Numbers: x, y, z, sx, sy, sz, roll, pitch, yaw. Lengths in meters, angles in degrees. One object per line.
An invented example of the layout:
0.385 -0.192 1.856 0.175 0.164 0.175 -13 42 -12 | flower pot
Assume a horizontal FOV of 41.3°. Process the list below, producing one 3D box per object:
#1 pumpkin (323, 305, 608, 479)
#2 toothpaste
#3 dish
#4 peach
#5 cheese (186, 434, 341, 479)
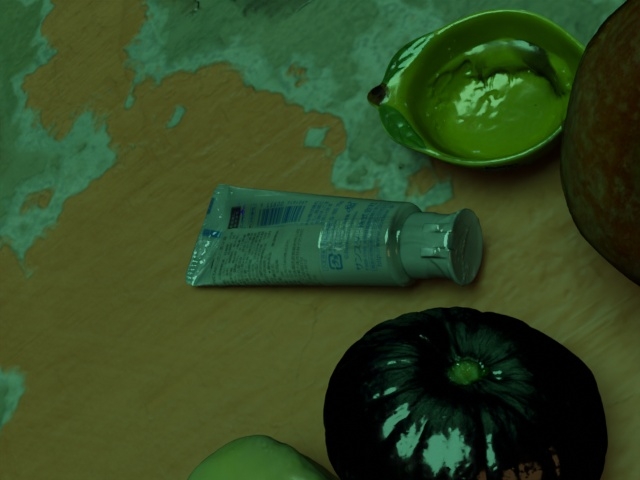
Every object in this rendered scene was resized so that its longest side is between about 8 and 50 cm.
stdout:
0.102 0.136 0.614 0.202 0.140 0.202 -1 37 1 | pumpkin
0.000 0.000 0.790 0.299 0.073 0.113 3 70 35 | toothpaste
0.151 -0.121 0.757 0.208 0.080 0.148 1 72 26 | dish
0.274 -0.057 0.579 0.233 0.232 0.256 -4 56 25 | peach
-0.019 0.371 0.601 0.384 0.104 0.383 -11 64 22 | cheese
